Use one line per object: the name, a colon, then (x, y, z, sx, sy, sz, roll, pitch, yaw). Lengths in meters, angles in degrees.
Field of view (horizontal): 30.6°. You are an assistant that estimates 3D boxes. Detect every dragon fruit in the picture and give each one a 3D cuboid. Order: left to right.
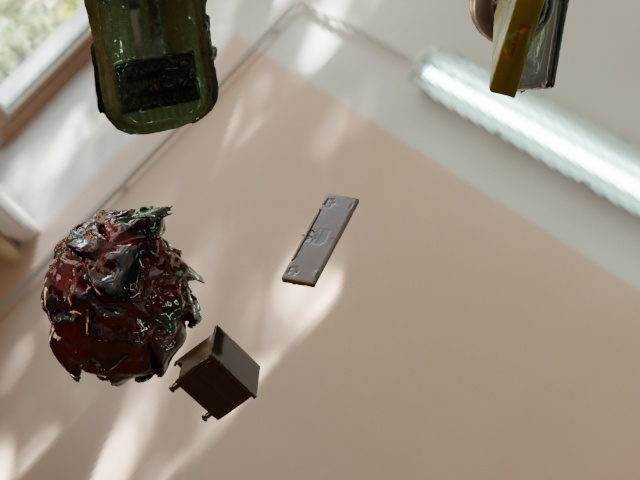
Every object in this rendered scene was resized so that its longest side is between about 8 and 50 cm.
dragon fruit: (-0.210, 0.064, 1.235, 0.188, 0.182, 0.182, 67, -12, -17)

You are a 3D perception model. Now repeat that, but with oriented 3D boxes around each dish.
dish: (0.312, -0.369, 1.838, 0.141, 0.141, 0.078, 45, 6, -22)

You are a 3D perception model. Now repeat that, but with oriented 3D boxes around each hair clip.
hair clip: (-0.184, -0.265, 1.173, 0.091, 0.138, 0.321, -123, -157, -47)

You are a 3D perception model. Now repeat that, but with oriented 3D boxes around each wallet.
wallet: (0.398, -0.397, 2.149, 0.054, 0.251, 0.290, 4, 7, -10)

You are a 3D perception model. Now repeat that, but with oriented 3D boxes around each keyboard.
keyboard: (0.000, 0.000, 1.625, 0.055, 0.166, 0.017, 10, -40, 24)

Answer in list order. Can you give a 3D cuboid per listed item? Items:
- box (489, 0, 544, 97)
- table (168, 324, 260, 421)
box: (0.260, -0.311, 1.529, 0.041, 0.153, 0.279, 14, 32, 2)
table: (-0.135, 0.173, 1.477, 0.083, 0.082, 0.070, 46, 21, -20)
